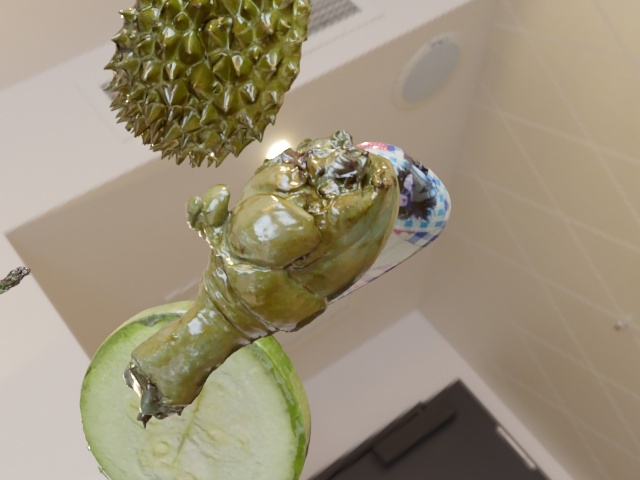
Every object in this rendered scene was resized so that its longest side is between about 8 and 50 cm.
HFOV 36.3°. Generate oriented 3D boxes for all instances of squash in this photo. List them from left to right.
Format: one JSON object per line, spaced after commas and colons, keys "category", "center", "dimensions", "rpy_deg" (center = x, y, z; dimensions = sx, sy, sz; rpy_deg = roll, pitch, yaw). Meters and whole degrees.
{"category": "squash", "center": [-0.116, 0.160, 0.886], "dimensions": [0.219, 0.219, 0.041], "rpy_deg": [-54, 2, 24]}

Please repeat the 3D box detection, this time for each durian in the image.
{"category": "durian", "center": [-0.095, -0.199, 0.930], "dimensions": [0.166, 0.172, 0.306], "rpy_deg": [-73, 3, -71]}

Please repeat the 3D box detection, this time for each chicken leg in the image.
{"category": "chicken leg", "center": [-0.045, 0.020, 0.603], "dimensions": [0.228, 0.088, 0.103], "rpy_deg": [-39, -31, -1]}

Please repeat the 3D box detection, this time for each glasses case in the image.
{"category": "glasses case", "center": [0.000, 0.000, 1.036], "dimensions": [0.327, 0.125, 0.076], "rpy_deg": [-33, 22, 44]}

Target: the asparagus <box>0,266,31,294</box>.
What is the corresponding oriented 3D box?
{"category": "asparagus", "center": [-0.482, 0.097, 1.297], "dimensions": [0.248, 0.025, 0.024], "rpy_deg": [-29, -13, 17]}
